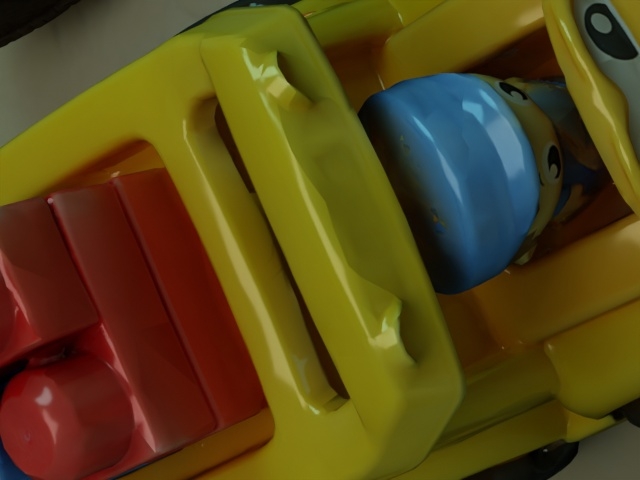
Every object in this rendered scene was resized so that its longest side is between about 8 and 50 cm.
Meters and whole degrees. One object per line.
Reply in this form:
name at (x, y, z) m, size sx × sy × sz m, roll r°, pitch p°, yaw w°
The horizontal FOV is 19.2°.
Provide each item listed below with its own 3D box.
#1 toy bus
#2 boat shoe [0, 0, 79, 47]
toy bus at (0.000, 0.000, 0.439) m, size 0.220 × 0.211 × 0.149 m, roll -28°, pitch 82°, yaw 38°
boat shoe at (-0.069, -0.158, 0.542) m, size 0.257 × 0.095 × 0.095 m, roll -43°, pitch 60°, yaw 31°
